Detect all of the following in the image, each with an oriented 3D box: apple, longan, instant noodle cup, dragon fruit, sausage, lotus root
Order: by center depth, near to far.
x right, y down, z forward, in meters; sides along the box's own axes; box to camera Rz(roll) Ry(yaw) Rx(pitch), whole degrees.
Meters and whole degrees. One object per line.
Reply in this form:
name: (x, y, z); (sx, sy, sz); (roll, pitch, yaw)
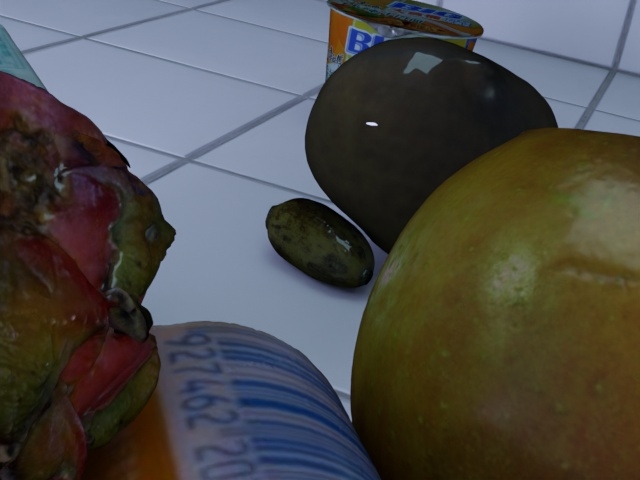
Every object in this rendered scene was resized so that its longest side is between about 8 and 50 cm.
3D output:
dragon fruit: (-0.247, 0.070, 0.523); (0.314, 0.296, 0.263); (21, 57, -33)
sausage: (-0.052, 0.209, 0.598); (0.233, 0.233, 0.287); (2, 24, -20)
apple: (0.216, 0.101, 0.767); (0.383, 0.374, 0.374); (16, 22, -9)
lotus root: (0.000, 0.000, 1.300); (0.089, 0.081, 0.179); (-13, 34, -44)
longan: (0.144, -0.107, 1.339); (0.350, 0.288, 0.288); (28, 10, -35)
instant noodle cup: (0.134, -0.306, 1.908); (0.296, 0.214, 0.296); (8, 23, -4)

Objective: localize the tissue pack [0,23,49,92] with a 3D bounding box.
tissue pack: (-0.309, -0.012, 0.935); (0.162, 0.288, 0.388); (-6, 27, -24)
